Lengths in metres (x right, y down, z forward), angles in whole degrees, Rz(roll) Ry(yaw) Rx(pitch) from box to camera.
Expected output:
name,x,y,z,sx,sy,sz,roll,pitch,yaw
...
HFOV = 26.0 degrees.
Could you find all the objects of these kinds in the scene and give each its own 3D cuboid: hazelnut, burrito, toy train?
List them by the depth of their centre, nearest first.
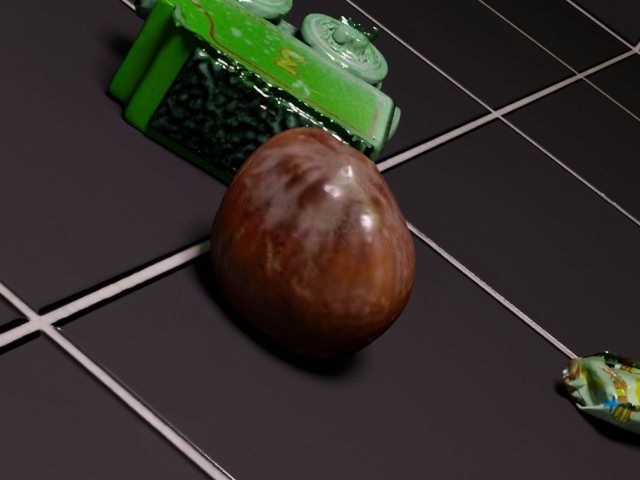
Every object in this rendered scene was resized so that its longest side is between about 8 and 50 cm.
name,x,y,z,sx,sy,sz,roll,pitch,yaw
hazelnut,0.000,0.000,0.932,0.143,0.143,0.154,14,31,-40
toy train,-0.050,-0.128,1.129,0.243,0.132,0.188,32,31,-8
burrito,0.325,0.162,1.153,0.288,0.054,0.104,20,27,-31
